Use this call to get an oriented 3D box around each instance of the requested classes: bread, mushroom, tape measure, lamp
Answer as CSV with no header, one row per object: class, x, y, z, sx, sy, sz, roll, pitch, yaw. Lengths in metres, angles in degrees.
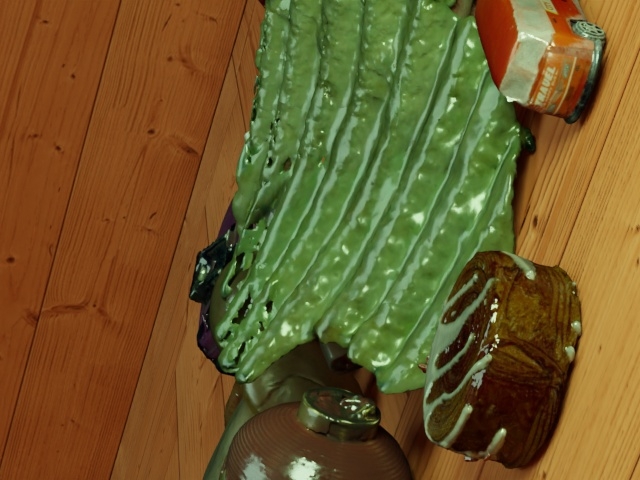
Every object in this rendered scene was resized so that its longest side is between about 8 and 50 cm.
bread,0.129,0.088,1.231,0.160,0.073,0.160,-167,90,-78
mushroom,-0.059,0.265,1.804,0.407,0.137,0.154,107,-177,-50
tape measure,-0.073,0.043,2.067,0.245,0.149,0.231,124,156,-58
lamp,-0.014,0.245,1.486,0.180,0.180,0.258,-110,34,-70

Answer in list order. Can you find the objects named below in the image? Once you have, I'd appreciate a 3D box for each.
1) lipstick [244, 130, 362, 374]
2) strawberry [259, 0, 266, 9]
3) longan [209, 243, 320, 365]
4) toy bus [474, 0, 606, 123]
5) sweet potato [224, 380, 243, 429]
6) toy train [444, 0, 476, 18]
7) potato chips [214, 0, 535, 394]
lipstick,0.000,0.000,1.639,0.079,0.077,0.253,63,-175,-73
strawberry,-0.010,-0.399,1.961,0.292,0.292,0.343,-96,26,-59
longan,-0.031,0.069,1.820,0.187,0.167,0.167,-55,17,14
toy bus,0.169,-0.162,1.315,0.174,0.077,0.079,-94,20,-57
sweet potato,-0.094,0.203,2.230,0.218,0.051,0.065,117,160,-48
toy train,0.085,-0.215,1.664,0.221,0.150,0.304,-12,63,66
potato chips,0.020,-0.061,1.477,0.373,0.097,0.389,-2,80,47
